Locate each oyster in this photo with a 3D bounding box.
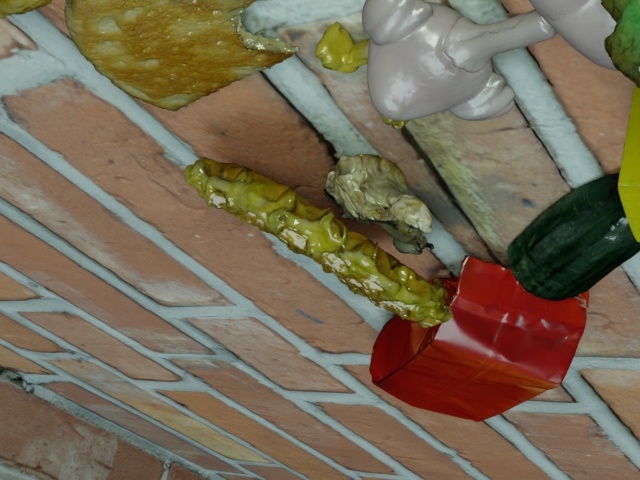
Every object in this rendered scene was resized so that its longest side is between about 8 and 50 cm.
[{"bbox_3d":[0.079,-0.037,1.035,0.163,0.081,0.191,36,180,-32],"label":"oyster"}]

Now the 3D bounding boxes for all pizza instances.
[{"bbox_3d":[-0.136,-0.197,0.888,0.262,0.034,0.181,-7,147,41],"label":"pizza"}]

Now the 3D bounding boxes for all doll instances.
[{"bbox_3d":[0.143,-0.166,0.723,0.160,0.094,0.365,38,147,-25],"label":"doll"}]

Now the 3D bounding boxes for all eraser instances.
[{"bbox_3d":[0.289,-0.072,0.799,0.045,0.122,0.097,1,151,31],"label":"eraser"}]

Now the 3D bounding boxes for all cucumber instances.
[{"bbox_3d":[0.295,0.000,1.022,0.115,0.063,0.244,16,154,-3],"label":"cucumber"}]

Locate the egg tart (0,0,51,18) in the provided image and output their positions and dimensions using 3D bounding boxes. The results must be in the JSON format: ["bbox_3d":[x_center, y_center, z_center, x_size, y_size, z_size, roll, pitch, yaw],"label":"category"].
[{"bbox_3d":[-0.303,-0.277,0.737,0.241,0.106,0.241,12,152,7],"label":"egg tart"}]

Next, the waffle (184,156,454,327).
[{"bbox_3d":[0.000,0.000,1.075,0.325,0.068,0.302,31,179,41],"label":"waffle"}]

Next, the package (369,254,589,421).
[{"bbox_3d":[0.203,0.150,1.315,0.196,0.123,0.423,17,157,-8],"label":"package"}]

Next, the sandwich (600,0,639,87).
[{"bbox_3d":[0.292,-0.168,0.543,0.292,0.109,0.212,-19,136,-3],"label":"sandwich"}]
